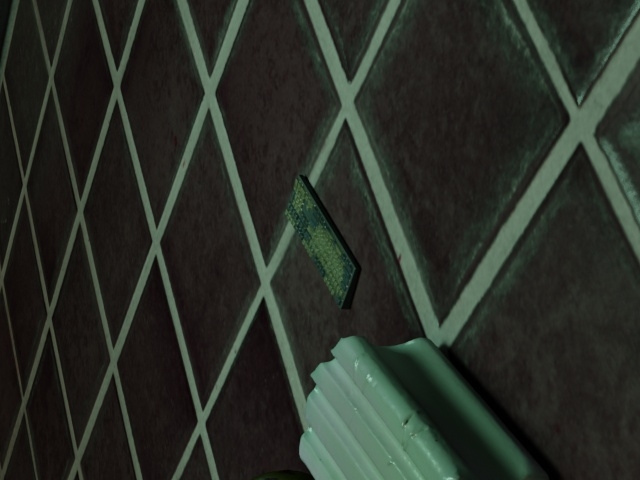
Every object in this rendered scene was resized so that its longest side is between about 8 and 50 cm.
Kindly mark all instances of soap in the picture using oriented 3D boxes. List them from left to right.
[{"bbox_3d":[0.083,0.199,1.312,0.289,0.095,0.173,-130,44,-56],"label":"soap"}]

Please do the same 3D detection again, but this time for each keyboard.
[{"bbox_3d":[0.001,0.000,1.593,0.176,0.014,0.055,-120,40,-48],"label":"keyboard"}]

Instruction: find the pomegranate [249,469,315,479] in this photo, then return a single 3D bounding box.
[{"bbox_3d":[-0.018,0.321,1.468,0.210,0.179,0.179,3,94,54],"label":"pomegranate"}]
